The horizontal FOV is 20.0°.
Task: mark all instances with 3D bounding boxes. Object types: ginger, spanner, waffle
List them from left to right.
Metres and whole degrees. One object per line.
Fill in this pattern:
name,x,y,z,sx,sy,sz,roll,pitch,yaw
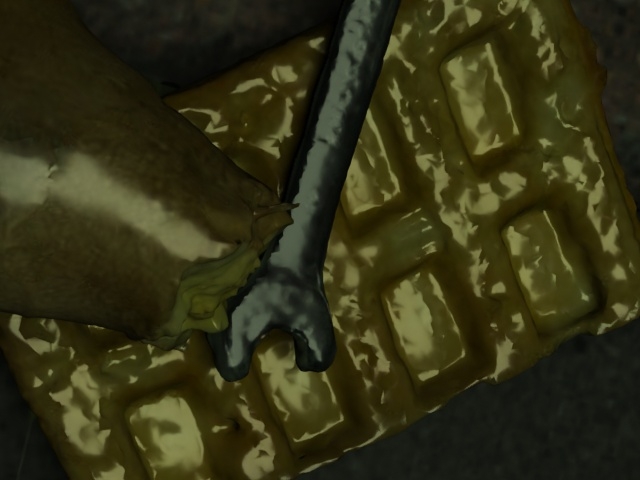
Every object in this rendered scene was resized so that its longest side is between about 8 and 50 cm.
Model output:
ginger,-0.210,-0.050,0.635,0.375,0.166,0.236,-4,62,-21
waffle,0.000,0.000,0.742,0.274,0.057,0.168,-25,101,-14
spanner,0.011,-0.065,0.703,0.054,0.015,0.254,18,86,-18
